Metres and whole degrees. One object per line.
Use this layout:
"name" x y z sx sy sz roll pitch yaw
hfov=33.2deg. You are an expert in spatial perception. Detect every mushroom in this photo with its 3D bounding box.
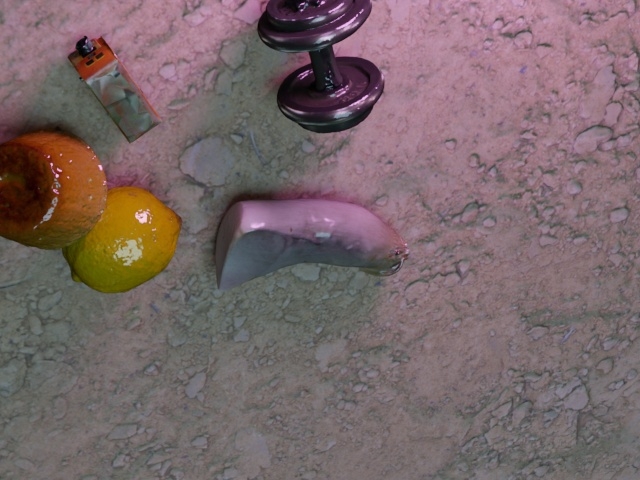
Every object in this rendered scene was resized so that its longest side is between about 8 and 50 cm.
"mushroom" 0.001 0.000 2.025 0.397 0.126 0.177 -2 131 -25

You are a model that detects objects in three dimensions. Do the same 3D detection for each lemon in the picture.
"lemon" -0.339 -0.001 1.825 0.180 0.180 0.193 27 116 -36

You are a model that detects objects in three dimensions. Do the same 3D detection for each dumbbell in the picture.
"dumbbell" 0.004 -0.309 1.778 0.192 0.192 0.290 -23 127 -11

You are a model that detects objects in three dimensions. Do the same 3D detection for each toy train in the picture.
"toy train" -0.330 -0.240 1.720 0.072 0.099 0.188 -34 130 -2

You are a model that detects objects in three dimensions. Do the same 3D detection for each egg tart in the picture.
"egg tart" -0.450 -0.084 1.683 0.202 0.147 0.202 0 90 8
